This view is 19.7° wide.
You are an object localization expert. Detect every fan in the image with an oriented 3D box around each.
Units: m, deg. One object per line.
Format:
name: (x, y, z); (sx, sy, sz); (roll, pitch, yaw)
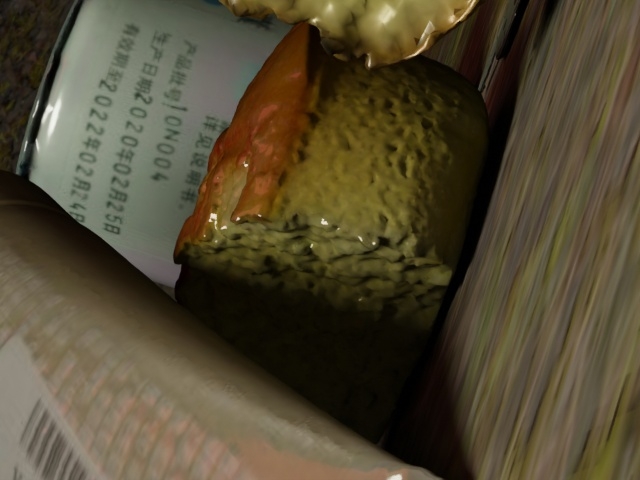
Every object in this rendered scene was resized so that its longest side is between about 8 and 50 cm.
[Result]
fan: (0.071, -0.085, 0.687); (0.083, 0.004, 0.056); (108, -179, -50)

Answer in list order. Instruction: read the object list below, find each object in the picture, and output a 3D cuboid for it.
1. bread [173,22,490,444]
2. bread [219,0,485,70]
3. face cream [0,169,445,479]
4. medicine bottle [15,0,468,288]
bread: (0.002, -0.005, 0.611); (0.156, 0.086, 0.125); (107, -179, -47)
bread: (0.031, -0.194, 0.542); (0.147, 0.160, 0.260); (-57, -19, -66)
face cream: (-0.061, 0.063, 0.524); (0.341, 0.084, 0.137); (37, 111, 60)
medicine bottle: (-0.032, -0.037, 0.790); (0.135, 0.168, 0.135); (19, -90, -90)
